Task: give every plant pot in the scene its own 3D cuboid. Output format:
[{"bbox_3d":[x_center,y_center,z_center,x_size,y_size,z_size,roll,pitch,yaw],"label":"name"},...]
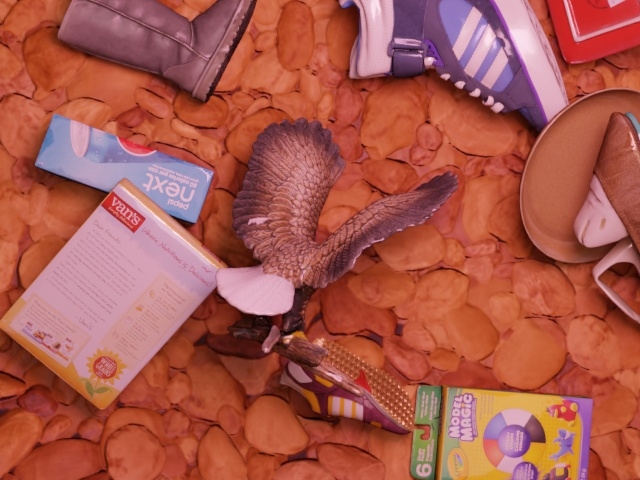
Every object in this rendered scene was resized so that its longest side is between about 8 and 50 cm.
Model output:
[{"bbox_3d":[0.345,-0.085,1.684,0.236,0.032,0.236,-11,118,-22],"label":"plant pot"}]

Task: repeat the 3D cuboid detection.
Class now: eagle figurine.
[{"bbox_3d":[-0.002,0.000,1.604,0.226,0.225,0.298,27,88,-22],"label":"eagle figurine"}]

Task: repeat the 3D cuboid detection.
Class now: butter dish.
[{"bbox_3d":[0.381,-0.322,1.704,0.160,0.118,0.160,-16,90,38],"label":"butter dish"}]

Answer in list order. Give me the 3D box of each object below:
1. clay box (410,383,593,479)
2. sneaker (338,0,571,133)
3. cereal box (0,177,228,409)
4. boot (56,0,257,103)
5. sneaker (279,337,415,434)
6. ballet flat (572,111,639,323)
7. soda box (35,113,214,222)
[{"bbox_3d":[0.231,0.255,1.703,0.222,0.053,0.127,5,88,-6],"label":"clay box"},{"bbox_3d":[0.160,-0.230,1.686,0.236,0.130,0.323,-23,114,17],"label":"sneaker"},{"bbox_3d":[-0.253,0.067,1.627,0.173,0.047,0.240,42,100,-8],"label":"cereal box"},{"bbox_3d":[-0.200,-0.289,1.668,0.208,0.076,0.190,28,84,2],"label":"boot"},{"bbox_3d":[0.036,0.196,1.685,0.185,0.070,0.084,38,125,-19],"label":"sneaker"},{"bbox_3d":[0.392,0.005,1.667,0.124,0.116,0.342,-24,118,9],"label":"ballet flat"},{"bbox_3d":[-0.242,-0.088,1.655,0.210,0.067,0.071,20,87,-6],"label":"soda box"}]
